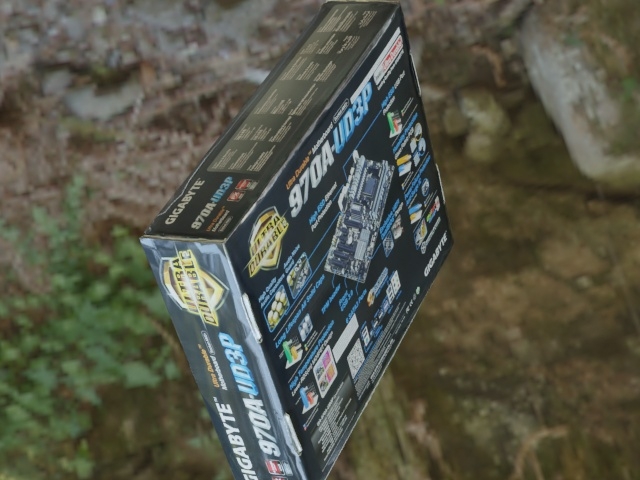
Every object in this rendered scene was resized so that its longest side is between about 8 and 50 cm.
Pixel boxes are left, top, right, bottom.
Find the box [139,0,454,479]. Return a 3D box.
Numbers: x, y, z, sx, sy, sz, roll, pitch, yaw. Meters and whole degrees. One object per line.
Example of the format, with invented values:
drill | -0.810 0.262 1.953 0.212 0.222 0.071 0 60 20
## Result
box | 0.000 0.000 0.800 0.051 0.220 0.175 5 132 28
